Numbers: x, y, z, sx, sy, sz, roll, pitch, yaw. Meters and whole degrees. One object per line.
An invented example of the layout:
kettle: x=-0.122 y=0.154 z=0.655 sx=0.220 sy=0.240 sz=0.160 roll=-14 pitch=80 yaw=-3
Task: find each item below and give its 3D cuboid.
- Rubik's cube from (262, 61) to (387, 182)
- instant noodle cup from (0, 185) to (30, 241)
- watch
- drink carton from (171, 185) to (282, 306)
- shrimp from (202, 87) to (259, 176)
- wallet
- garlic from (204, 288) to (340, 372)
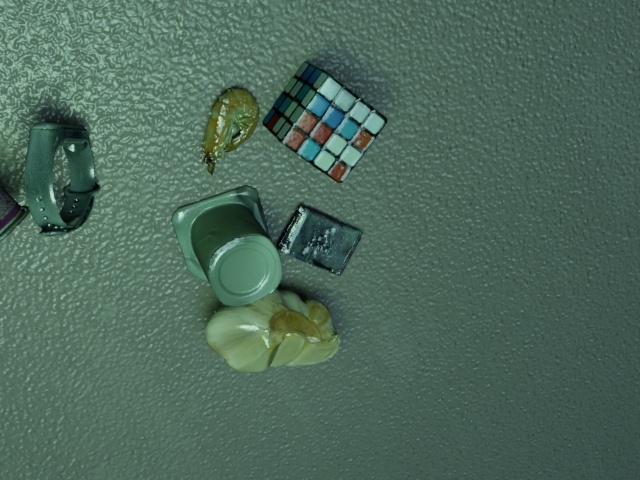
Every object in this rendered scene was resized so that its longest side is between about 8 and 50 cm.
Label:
Rubik's cube: x=0.005 y=-0.229 z=1.573 sx=0.154 sy=0.151 sz=0.155 roll=33 pitch=99 yaw=-29
instant noodle cup: x=-0.689 y=-0.057 z=1.315 sx=0.340 sy=0.340 sz=0.266 roll=-34 pitch=111 yaw=-3
watch: x=-0.452 y=-0.108 z=1.440 sx=0.068 sy=0.206 sz=0.193 roll=-1 pitch=95 yaw=6
drink carton: x=-0.163 y=0.024 z=1.605 sx=0.185 sy=0.189 sz=0.191 roll=-21 pitch=118 yaw=-16
shrimp: x=-0.179 y=-0.209 z=1.587 sx=0.099 sy=0.041 sz=0.180 roll=14 pitch=106 yaw=-40
wallet: x=-0.001 y=0.000 z=1.738 sx=0.166 sy=0.030 sz=0.111 roll=24 pitch=98 yaw=-28
garlic: x=-0.112 y=0.182 z=1.702 sx=0.281 sy=0.184 sz=0.203 roll=-3 pitch=149 yaw=-38
